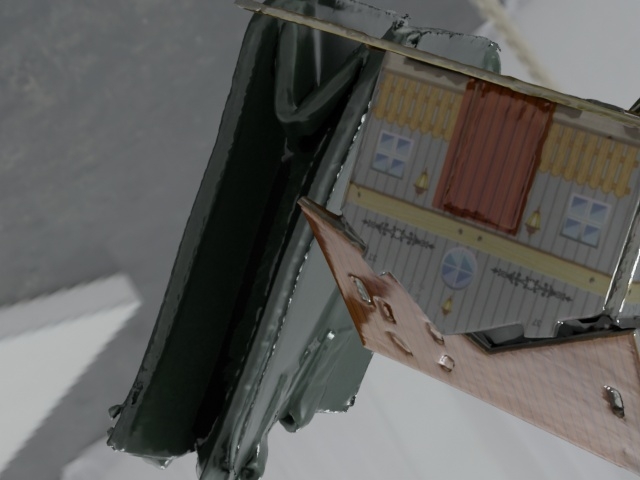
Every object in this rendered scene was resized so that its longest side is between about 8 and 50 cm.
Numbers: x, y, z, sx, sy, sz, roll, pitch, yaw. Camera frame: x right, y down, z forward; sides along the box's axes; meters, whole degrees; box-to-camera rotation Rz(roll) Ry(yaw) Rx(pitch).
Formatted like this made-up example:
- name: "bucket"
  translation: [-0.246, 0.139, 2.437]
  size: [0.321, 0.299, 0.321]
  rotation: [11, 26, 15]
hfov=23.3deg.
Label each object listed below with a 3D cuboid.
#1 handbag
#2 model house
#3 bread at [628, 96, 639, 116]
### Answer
- name: "handbag"
  translation: [-0.002, -0.001, 0.829]
  size: [0.260, 0.079, 0.247]
  rotation: [-69, 165, 10]
- name: "model house"
  translation: [0.061, 0.000, 0.603]
  size: [0.207, 0.219, 0.135]
  rotation: [5, 103, -53]
- name: "bread"
  translation: [0.260, -0.126, 0.751]
  size: [0.098, 0.087, 0.269]
  rotation: [19, 118, -41]
